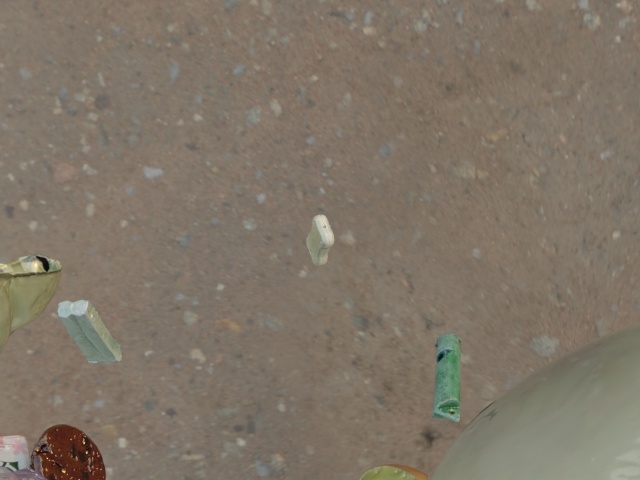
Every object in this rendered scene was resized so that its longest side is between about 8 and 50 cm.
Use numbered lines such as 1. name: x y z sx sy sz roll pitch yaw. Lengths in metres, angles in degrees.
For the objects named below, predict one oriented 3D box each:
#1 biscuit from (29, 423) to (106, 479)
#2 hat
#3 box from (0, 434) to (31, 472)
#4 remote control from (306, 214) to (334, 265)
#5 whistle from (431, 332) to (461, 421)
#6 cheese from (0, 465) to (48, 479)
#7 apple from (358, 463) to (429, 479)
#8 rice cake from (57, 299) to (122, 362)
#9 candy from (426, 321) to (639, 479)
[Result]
1. biscuit: -0.530 0.480 1.815 0.049 0.192 0.192 -23 73 27
2. hat: -0.262 0.055 0.638 0.122 0.166 0.081 -15 87 -2
3. box: -0.651 0.568 1.703 0.112 0.190 0.370 -63 38 35
4. remote control: 0.000 0.000 1.815 0.032 0.122 0.074 -13 65 -17
5. whistle: 0.174 0.188 1.185 0.039 0.186 0.039 4 114 8
6. cheese: -0.450 0.340 1.204 0.105 0.191 0.042 21 87 31
7. apple: 0.164 0.552 1.725 0.188 0.174 0.207 -5 85 26
8. rice cake: -0.520 0.208 1.943 0.085 0.226 0.040 0 52 10
9. candy: 0.241 0.133 0.518 0.427 0.386 0.186 -29 85 40
